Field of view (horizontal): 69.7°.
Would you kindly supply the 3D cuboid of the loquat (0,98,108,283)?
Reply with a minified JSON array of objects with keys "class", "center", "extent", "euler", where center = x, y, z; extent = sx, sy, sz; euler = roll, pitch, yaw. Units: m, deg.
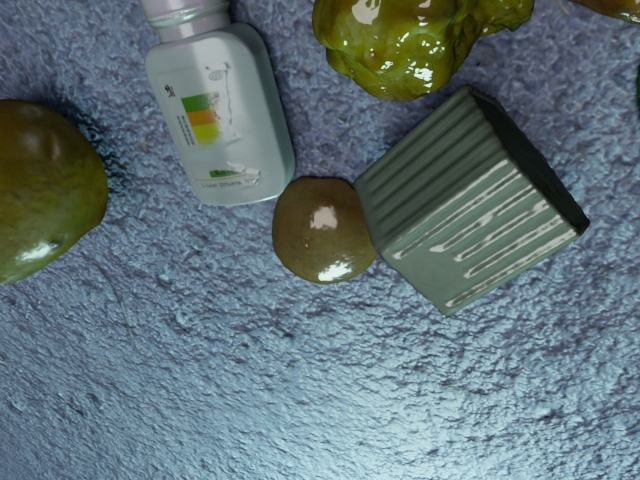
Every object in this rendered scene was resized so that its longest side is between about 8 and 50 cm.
[{"class":"loquat","center":[-0.483,-0.079,0.703],"extent":[0.276,0.283,0.275],"euler":[8,130,9]}]

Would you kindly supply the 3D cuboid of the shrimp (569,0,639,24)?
[{"class":"shrimp","center":[0.334,-0.298,0.478],"extent":[0.188,0.051,0.132],"euler":[12,104,3]}]

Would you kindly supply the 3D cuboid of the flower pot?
[{"class":"flower pot","center":[0.185,-0.047,0.578],"extent":[0.239,0.209,0.190],"euler":[42,123,-11]}]

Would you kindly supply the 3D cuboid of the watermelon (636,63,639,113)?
[{"class":"watermelon","center":[0.495,-0.132,0.523],"extent":[0.301,0.123,0.129],"euler":[24,93,0]}]

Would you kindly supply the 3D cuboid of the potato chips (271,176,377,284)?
[{"class":"potato chips","center":[0.001,0.000,0.751],"extent":[0.195,0.061,0.208],"euler":[38,122,-13]}]

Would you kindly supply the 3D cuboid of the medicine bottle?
[{"class":"medicine bottle","center":[-0.141,-0.198,0.631],"extent":[0.161,0.111,0.296],"euler":[-3,120,17]}]

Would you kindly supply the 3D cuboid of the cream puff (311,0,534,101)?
[{"class":"cream puff","center":[0.114,-0.262,0.424],"extent":[0.185,0.282,0.281],"euler":[22,127,20]}]
